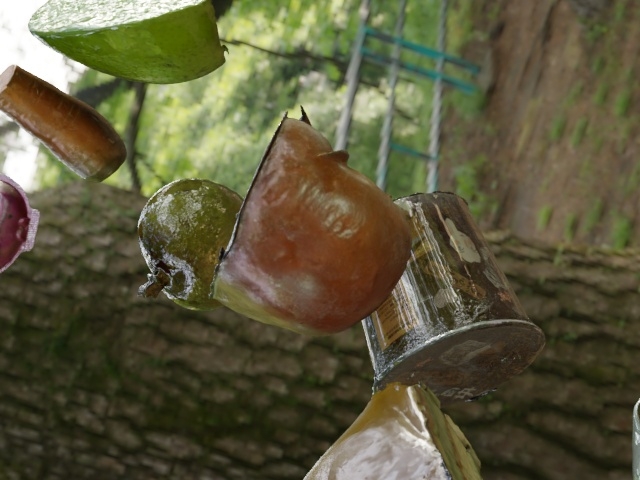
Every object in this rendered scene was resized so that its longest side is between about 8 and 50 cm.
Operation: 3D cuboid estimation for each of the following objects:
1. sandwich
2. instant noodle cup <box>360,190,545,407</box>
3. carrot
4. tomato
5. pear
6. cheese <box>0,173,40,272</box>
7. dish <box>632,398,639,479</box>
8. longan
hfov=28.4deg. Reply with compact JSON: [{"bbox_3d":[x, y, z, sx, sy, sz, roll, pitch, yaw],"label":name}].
[{"bbox_3d":[0.034,0.240,0.870,0.198,0.155,0.227,-30,26,7],"label":"sandwich"},{"bbox_3d":[0.134,0.071,1.526,0.217,0.217,0.207,115,142,-53],"label":"instant noodle cup"},{"bbox_3d":[-0.343,-0.157,1.670,0.087,0.193,0.087,-41,21,19],"label":"carrot"},{"bbox_3d":[0.000,0.000,1.107,0.181,0.155,0.214,-62,1,-5],"label":"tomato"},{"bbox_3d":[-0.247,-0.265,1.613,0.288,0.239,0.139,-111,13,-61],"label":"pear"},{"bbox_3d":[-0.484,-0.020,1.704,0.062,0.244,0.155,40,-125,-65],"label":"cheese"},{"bbox_3d":[0.330,0.218,1.243,0.039,0.091,0.137,-29,71,53],"label":"dish"},{"bbox_3d":[-0.150,0.009,1.491,0.176,0.155,0.145,-38,-7,-31],"label":"longan"}]
